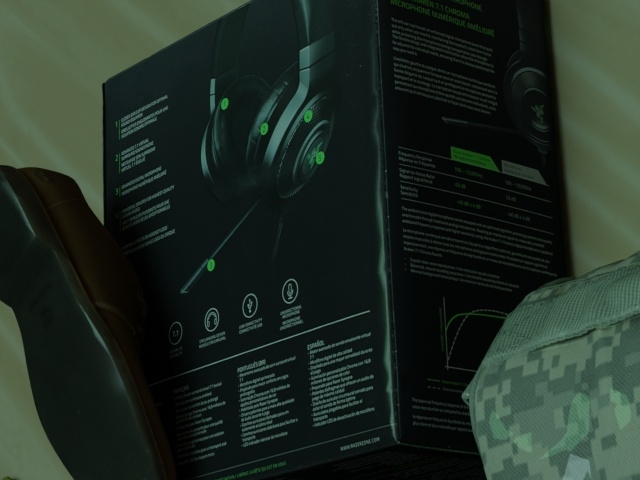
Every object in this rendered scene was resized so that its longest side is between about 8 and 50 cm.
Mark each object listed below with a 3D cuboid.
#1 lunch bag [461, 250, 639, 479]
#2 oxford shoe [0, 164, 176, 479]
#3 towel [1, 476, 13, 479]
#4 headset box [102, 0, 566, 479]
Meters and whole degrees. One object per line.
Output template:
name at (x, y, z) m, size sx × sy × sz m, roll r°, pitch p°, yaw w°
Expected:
lunch bag at (0.223, 0.078, 0.610) m, size 0.305 × 0.256 × 0.212 m, roll -27°, pitch 22°, yaw 44°
oxford shoe at (-0.117, 0.049, 1.005) m, size 0.076 × 0.076 × 0.212 m, roll -37°, pitch 69°, yaw 39°
towel at (-0.208, 0.205, 1.317) m, size 0.083 × 0.009 × 0.060 m, roll 24°, pitch 98°, yaw 49°
headset box at (0.000, 0.000, 1.028) m, size 0.246 × 0.131 × 0.283 m, roll -22°, pitch 64°, yaw 46°
